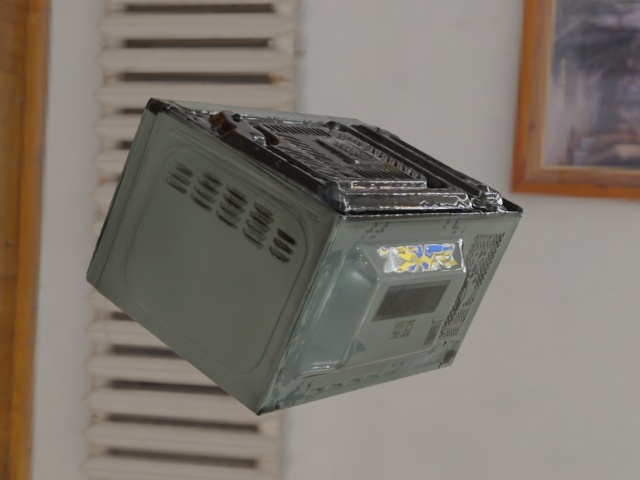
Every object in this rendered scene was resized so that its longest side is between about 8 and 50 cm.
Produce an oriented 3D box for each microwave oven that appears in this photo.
[{"bbox_3d":[0.000,0.000,0.650,0.208,0.162,0.122,-4,121,-56],"label":"microwave oven"}]
